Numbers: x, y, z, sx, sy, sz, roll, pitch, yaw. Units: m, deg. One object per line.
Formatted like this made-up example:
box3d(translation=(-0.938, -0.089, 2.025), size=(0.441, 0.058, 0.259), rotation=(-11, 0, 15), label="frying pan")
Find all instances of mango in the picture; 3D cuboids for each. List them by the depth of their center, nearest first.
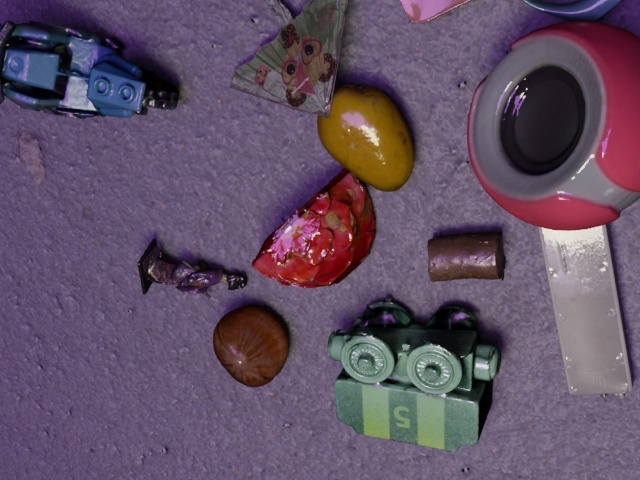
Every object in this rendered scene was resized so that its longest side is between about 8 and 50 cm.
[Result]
box3d(translation=(0.078, -0.166, 1.469), size=(0.137, 0.098, 0.195), rotation=(-27, 103, 25), label="mango")

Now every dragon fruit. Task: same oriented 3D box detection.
box3d(translation=(0.000, 0.000, 1.543), size=(0.189, 0.163, 0.262), rotation=(29, 120, -20), label="dragon fruit")

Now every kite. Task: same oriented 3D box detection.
box3d(translation=(-0.043, -0.312, 1.460), size=(0.323, 0.013, 0.268), rotation=(-34, 72, 36), label="kite")

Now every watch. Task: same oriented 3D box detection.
box3d(translation=(0.370, -0.414, 1.260), size=(0.195, 0.068, 0.237), rotation=(45, 117, -5), label="watch")

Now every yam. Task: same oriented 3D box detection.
box3d(translation=(0.240, 0.028, 1.480), size=(0.127, 0.084, 0.084), rotation=(-4, 107, 21), label="yam")

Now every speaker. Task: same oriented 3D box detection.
box3d(translation=(0.348, -0.154, 1.261), size=(0.294, 0.294, 0.294), rotation=(8, 111, 20), label="speaker")

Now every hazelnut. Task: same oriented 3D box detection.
box3d(translation=(-0.135, 0.201, 1.661), size=(0.150, 0.150, 0.150), rotation=(8, 111, 20), label="hazelnut")

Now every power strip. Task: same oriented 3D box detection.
box3d(translation=(0.428, 0.097, 1.445), size=(0.106, 0.043, 0.367), rotation=(-7, 105, 25), label="power strip")

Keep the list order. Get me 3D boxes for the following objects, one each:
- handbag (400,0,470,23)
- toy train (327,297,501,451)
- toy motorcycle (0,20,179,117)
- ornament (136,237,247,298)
box3d(translation=(0.167, -0.451, 1.348), size=(0.157, 0.059, 0.213), rotation=(-22, 101, 29), label="handbag")
box3d(translation=(0.157, 0.234, 1.544), size=(0.299, 0.167, 0.238), rotation=(6, 116, 22), label="toy train")
box3d(translation=(-0.463, -0.290, 1.570), size=(0.416, 0.232, 0.172), rotation=(19, 103, 15), label="toy motorcycle")
box3d(translation=(-0.239, 0.074, 1.699), size=(0.203, 0.088, 0.081), rotation=(14, 133, 5), label="ornament")
